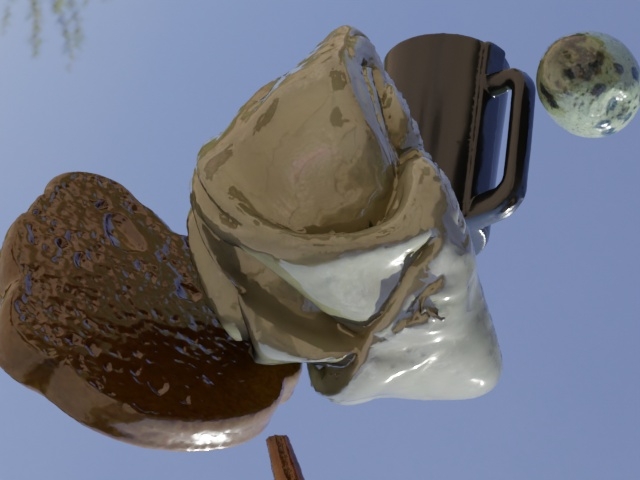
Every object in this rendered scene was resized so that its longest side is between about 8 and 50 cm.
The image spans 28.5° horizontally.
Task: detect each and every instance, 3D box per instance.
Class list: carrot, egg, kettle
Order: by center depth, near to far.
[{"bbox_3d":[0.369,-0.219,1.739,0.141,0.181,0.141,-15,-118,30],"label":"egg"},{"bbox_3d":[-0.042,0.360,1.826,0.055,0.055,0.162,-29,-113,36],"label":"carrot"},{"bbox_3d":[0.209,-0.137,1.915,0.262,0.203,0.308,-3,-119,20],"label":"kettle"}]

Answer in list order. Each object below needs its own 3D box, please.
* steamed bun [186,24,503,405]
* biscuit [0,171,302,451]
[{"bbox_3d":[0.000,0.000,1.236,0.255,0.368,0.342,-23,-135,-6],"label":"steamed bun"},{"bbox_3d":[-0.188,0.067,1.319,0.074,0.358,0.381,-59,-136,25],"label":"biscuit"}]
